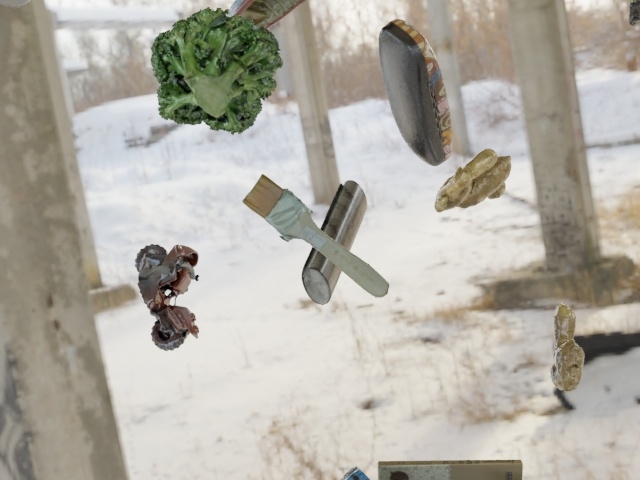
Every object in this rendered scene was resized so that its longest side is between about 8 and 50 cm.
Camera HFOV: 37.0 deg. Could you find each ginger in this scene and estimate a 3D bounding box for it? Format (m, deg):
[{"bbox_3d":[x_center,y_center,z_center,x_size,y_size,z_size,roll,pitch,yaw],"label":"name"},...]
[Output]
[{"bbox_3d":[0.547,0.239,2.114,0.059,0.214,0.133,8,-17,1],"label":"ginger"},{"bbox_3d":[0.252,-0.096,1.577,0.176,0.052,0.193,-32,-23,-13],"label":"ginger"}]

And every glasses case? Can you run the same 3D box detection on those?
[{"bbox_3d":[0.176,-0.264,1.752,0.082,0.321,0.122,-32,50,-9],"label":"glasses case"},{"bbox_3d":[0.036,0.001,2.125,0.060,0.114,0.299,1,42,23],"label":"glasses case"}]

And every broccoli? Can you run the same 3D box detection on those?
[{"bbox_3d":[-0.146,-0.232,1.338,0.195,0.195,0.156,-11,31,-11],"label":"broccoli"}]

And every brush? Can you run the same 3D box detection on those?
[{"bbox_3d":[0.000,0.000,1.857,0.085,0.336,0.020,-53,4,-6],"label":"brush"}]

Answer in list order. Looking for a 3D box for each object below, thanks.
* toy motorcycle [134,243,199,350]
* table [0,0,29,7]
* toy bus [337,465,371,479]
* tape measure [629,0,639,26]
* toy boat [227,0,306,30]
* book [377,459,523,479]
[{"bbox_3d":[-0.262,0.090,1.709,0.118,0.212,0.084,-20,-27,3],"label":"toy motorcycle"},{"bbox_3d":[-0.354,-0.428,1.191,0.167,0.167,0.226,-1,46,51],"label":"table"},{"bbox_3d":[0.036,0.542,1.872,0.134,0.113,0.246,-38,-6,-33],"label":"toy bus"},{"bbox_3d":[0.718,-0.537,1.953,0.199,0.186,0.112,5,11,43],"label":"tape measure"},{"bbox_3d":[-0.036,-0.510,1.798,0.392,0.079,0.136,-32,-18,38],"label":"toy boat"},{"bbox_3d":[0.281,0.573,2.079,0.310,0.217,0.021,-2,20,4],"label":"book"}]
